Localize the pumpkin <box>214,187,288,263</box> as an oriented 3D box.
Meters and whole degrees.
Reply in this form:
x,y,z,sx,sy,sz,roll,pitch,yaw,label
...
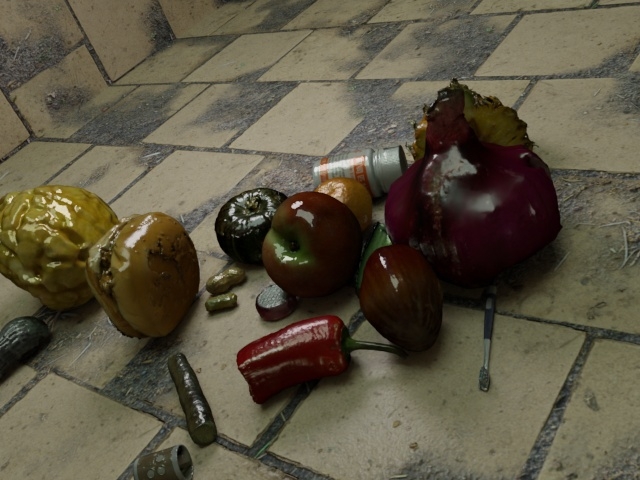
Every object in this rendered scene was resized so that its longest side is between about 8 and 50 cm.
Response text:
x,y,z,sx,sy,sz,roll,pitch,yaw,label
-0.179,-0.047,1.955,0.237,0.159,0.238,-11,33,8,pumpkin

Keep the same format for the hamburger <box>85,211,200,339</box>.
x,y,z,sx,sy,sz,roll,pitch,yaw,label
-0.429,0.087,1.798,0.174,0.284,0.304,-6,33,26,hamburger

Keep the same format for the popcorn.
x,y,z,sx,sy,sz,roll,pitch,yaw,label
-0.743,0.000,2.045,0.354,0.344,0.390,-45,33,-21,popcorn

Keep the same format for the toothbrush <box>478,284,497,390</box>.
x,y,z,sx,sy,sz,roll,pitch,yaw,label
0.338,0.187,1.454,0.024,0.026,0.288,-3,37,21,toothbrush

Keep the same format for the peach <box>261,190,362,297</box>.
x,y,z,sx,sy,sz,roll,pitch,yaw,label
-0.012,0.013,1.700,0.252,0.252,0.252,-15,34,11,peach

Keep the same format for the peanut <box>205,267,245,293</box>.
x,y,z,sx,sy,sz,roll,pitch,yaw,label
-0.248,0.104,1.883,0.113,0.054,0.054,-27,34,-8,peanut

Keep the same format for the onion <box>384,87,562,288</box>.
x,y,z,sx,sy,sz,roll,pitch,yaw,label
0.298,-0.122,1.556,0.398,0.420,0.398,-21,32,14,onion

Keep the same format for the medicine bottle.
x,y,z,sx,sy,sz,roll,pitch,yaw,label
0.114,-0.181,1.993,0.252,0.145,0.145,-12,35,14,medicine bottle

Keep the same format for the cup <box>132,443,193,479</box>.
x,y,z,sx,sy,sz,roll,pitch,yaw,label
-0.306,0.463,1.410,0.099,0.102,0.074,-18,-5,8,cup

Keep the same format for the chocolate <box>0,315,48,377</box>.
x,y,z,sx,sy,sz,roll,pitch,yaw,label
-0.839,0.292,1.907,0.110,0.110,0.248,12,44,41,chocolate

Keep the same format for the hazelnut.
x,y,z,sx,sy,sz,roll,pitch,yaw,label
0.174,0.121,1.468,0.180,0.212,0.181,16,56,42,hazelnut

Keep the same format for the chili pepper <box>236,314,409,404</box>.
x,y,z,sx,sy,sz,roll,pitch,yaw,label
-0.001,0.223,1.501,0.338,0.135,0.131,-21,20,5,chili pepper

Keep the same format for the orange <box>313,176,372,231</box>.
x,y,z,sx,sy,sz,roll,pitch,yaw,label
0.051,-0.081,1.876,0.177,0.155,0.178,-25,27,14,orange

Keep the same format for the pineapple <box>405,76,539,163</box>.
x,y,z,sx,sy,sz,roll,pitch,yaw,label
0.382,-0.344,1.939,0.344,0.286,0.209,-13,34,11,pineapple

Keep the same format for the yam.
x,y,z,sx,sy,sz,roll,pitch,yaw,label
-0.284,0.338,1.570,0.061,0.061,0.274,-28,33,-9,yam

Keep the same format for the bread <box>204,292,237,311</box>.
x,y,z,sx,sy,sz,roll,pitch,yaw,label
-0.250,0.158,1.823,0.087,0.034,0.049,-13,20,6,bread

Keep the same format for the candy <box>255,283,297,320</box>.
x,y,z,sx,sy,sz,roll,pitch,yaw,label
-0.109,0.149,1.745,0.103,0.043,0.103,-15,34,11,candy

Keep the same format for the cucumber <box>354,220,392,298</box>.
x,y,z,sx,sy,sz,roll,pitch,yaw,label
0.138,0.064,1.692,0.086,0.115,0.193,-51,10,49,cucumber
